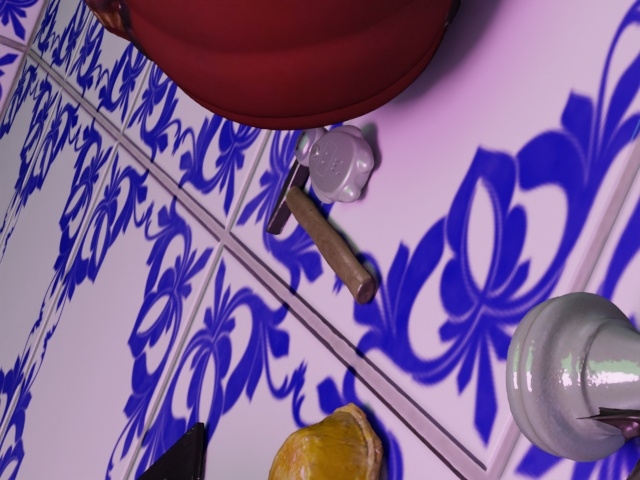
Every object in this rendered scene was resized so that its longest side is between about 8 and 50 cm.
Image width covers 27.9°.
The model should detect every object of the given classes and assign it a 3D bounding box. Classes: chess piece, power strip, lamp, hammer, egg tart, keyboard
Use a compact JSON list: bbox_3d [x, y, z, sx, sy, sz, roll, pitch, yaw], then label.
[{"bbox_3d":[0.125,0.050,0.481,0.103,0.067,0.067,-10,62,55],"label":"chess piece"},{"bbox_3d":[0.013,-0.052,0.868,0.083,0.035,0.055,39,107,53],"label":"power strip"},{"bbox_3d":[-0.025,-0.218,0.777,0.303,0.256,0.303,-6,-90,-86],"label":"lamp"},{"bbox_3d":[0.000,0.000,0.865,0.062,0.013,0.199,-64,23,13],"label":"hammer"},{"bbox_3d":[-0.003,0.140,0.722,0.105,0.039,0.105,-51,29,42],"label":"egg tart"},{"bbox_3d":[-0.125,0.192,0.990,0.155,0.010,0.053,-45,34,45],"label":"keyboard"}]

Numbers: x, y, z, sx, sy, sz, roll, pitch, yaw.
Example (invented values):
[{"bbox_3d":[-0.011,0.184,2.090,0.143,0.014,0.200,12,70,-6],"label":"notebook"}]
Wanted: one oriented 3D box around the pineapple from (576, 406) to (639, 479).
[{"bbox_3d":[0.183,-0.011,0.342,0.119,0.130,0.277,45,114,33],"label":"pineapple"}]
